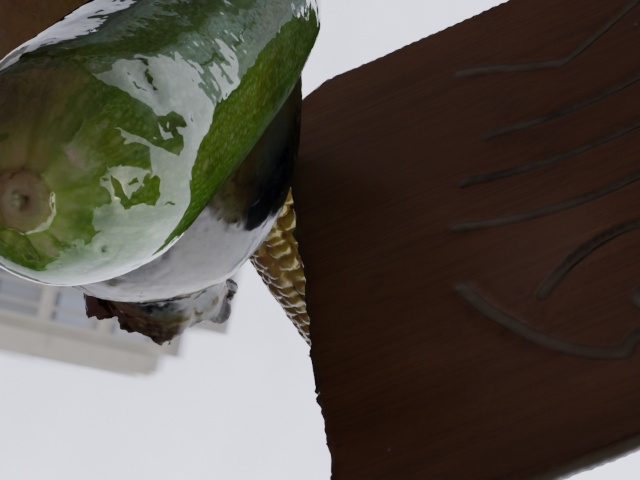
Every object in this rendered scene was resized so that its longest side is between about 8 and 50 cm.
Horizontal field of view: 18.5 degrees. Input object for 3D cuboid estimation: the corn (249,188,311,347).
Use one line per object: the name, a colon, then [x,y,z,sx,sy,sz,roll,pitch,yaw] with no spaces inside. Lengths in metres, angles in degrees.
corn: [0.000,0.000,1.239,0.097,0.261,0.097,-24,-144,19]

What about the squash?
squash: [-0.044,-0.047,0.557,0.066,0.066,0.229,-51,-176,23]

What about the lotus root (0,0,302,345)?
lotus root: [-0.079,-0.048,0.898,0.154,0.154,0.278,49,-32,43]

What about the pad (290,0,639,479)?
pad: [0.122,-0.024,0.846,0.286,0.018,0.284,-24,-138,14]
